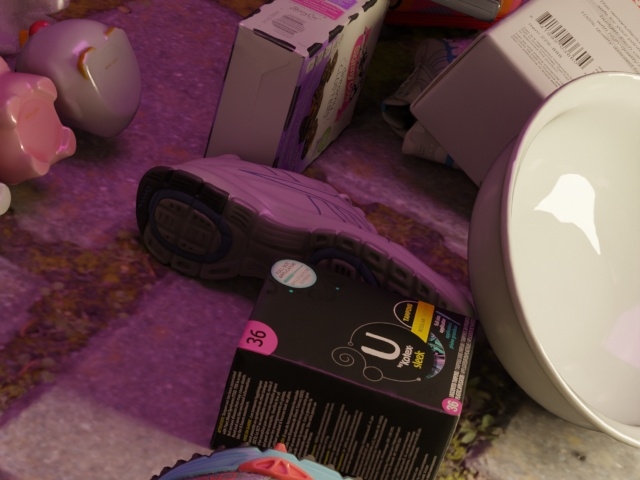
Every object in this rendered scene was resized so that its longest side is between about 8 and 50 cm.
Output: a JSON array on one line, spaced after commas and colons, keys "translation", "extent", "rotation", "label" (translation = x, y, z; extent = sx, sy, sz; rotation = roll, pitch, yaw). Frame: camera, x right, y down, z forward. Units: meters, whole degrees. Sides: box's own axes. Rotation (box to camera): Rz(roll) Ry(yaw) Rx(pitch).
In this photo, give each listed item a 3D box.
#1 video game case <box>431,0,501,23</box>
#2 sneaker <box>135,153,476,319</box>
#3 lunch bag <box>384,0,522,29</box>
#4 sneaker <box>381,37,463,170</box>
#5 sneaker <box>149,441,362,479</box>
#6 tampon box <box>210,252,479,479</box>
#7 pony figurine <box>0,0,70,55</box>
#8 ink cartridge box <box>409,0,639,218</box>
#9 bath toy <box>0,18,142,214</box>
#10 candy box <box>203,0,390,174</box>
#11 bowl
[{"translation": [0.070, -0.275, 1.454], "extent": [0.196, 0.026, 0.274], "rotation": [21, 17, -5], "label": "video game case"}, {"translation": [0.000, 0.000, 1.229], "extent": [0.297, 0.111, 0.129], "rotation": [29, 33, 15], "label": "sneaker"}, {"translation": [0.118, -0.357, 1.745], "extent": [0.258, 0.120, 0.293], "rotation": [-2, 40, -25], "label": "lunch bag"}, {"translation": [0.099, -0.143, 1.497], "extent": [0.082, 0.071, 0.191], "rotation": [4, 37, -8], "label": "sneaker"}, {"translation": [0.003, 0.211, 0.946], "extent": [0.261, 0.104, 0.125], "rotation": [12, 38, -6], "label": "sneaker"}, {"translation": [0.019, 0.102, 1.099], "extent": [0.161, 0.101, 0.120], "rotation": [18, 35, 1], "label": "tampon box"}, {"translation": [-0.387, -0.331, 1.417], "extent": [0.351, 0.303, 0.363], "rotation": [-4, 30, 27], "label": "pony figurine"}, {"translation": [0.250, -0.130, 1.442], "extent": [0.211, 0.121, 0.289], "rotation": [49, 40, 3], "label": "ink cartridge box"}, {"translation": [-0.287, -0.096, 1.229], "extent": [0.129, 0.151, 0.348], "rotation": [-5, 22, 34], "label": "bath toy"}, {"translation": [-0.019, -0.145, 1.363], "extent": [0.070, 0.165, 0.196], "rotation": [27, 37, 12], "label": "candy box"}, {"translation": [0.218, 0.026, 1.210], "extent": [0.297, 0.134, 0.298], "rotation": [10, 73, -33], "label": "bowl"}]
